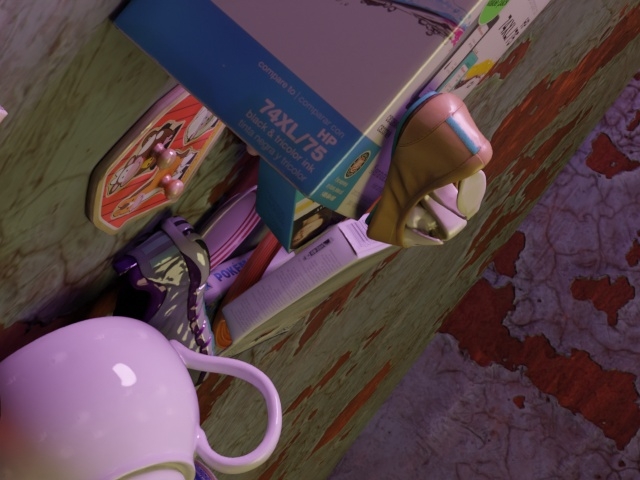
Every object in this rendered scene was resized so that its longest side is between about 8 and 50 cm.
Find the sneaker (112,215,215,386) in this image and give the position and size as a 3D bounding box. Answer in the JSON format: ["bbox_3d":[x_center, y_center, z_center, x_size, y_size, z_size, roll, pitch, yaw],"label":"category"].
[{"bbox_3d":[-0.163,0.074,1.782,0.098,0.083,0.224,-29,142,-26],"label":"sneaker"}]

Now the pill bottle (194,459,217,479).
[{"bbox_3d":[-0.212,0.322,2.073,0.153,0.153,0.264,-50,168,8],"label":"pill bottle"}]

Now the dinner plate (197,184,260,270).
[{"bbox_3d":[-0.101,-0.010,1.896,0.141,0.017,0.141,-46,167,-13],"label":"dinner plate"}]

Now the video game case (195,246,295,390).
[{"bbox_3d":[-0.189,0.153,2.066,0.329,0.036,0.300,-53,168,25],"label":"video game case"}]

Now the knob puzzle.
[{"bbox_3d":[-0.130,-0.071,1.567,0.213,0.030,0.213,-45,168,-12],"label":"knob puzzle"}]

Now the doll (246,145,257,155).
[{"bbox_3d":[-0.025,-0.126,1.723,0.129,0.046,0.189,-43,168,-16],"label":"doll"}]

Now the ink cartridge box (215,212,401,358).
[{"bbox_3d":[-0.012,0.042,1.940,0.224,0.045,0.223,-36,173,23],"label":"ink cartridge box"}]

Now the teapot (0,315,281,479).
[{"bbox_3d":[-0.201,0.203,1.676,0.252,0.187,0.256,0,137,-52],"label":"teapot"}]

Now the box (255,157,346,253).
[{"bbox_3d":[-0.002,-0.072,1.731,0.100,0.060,0.244,-33,166,-13],"label":"box"}]

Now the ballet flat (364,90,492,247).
[{"bbox_3d":[0.081,-0.033,1.367,0.080,0.073,0.232,-44,169,-15],"label":"ballet flat"}]

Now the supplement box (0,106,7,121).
[{"bbox_3d":[-0.250,-0.058,1.158,0.098,0.036,0.062,-50,169,6],"label":"supplement box"}]

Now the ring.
[{"bbox_3d":[0.000,0.000,2.085,0.336,0.032,0.336,-46,167,-14],"label":"ring"}]

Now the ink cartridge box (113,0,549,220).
[{"bbox_3d":[0.028,-0.184,1.355,0.270,0.197,0.198,-49,168,5],"label":"ink cartridge box"}]
